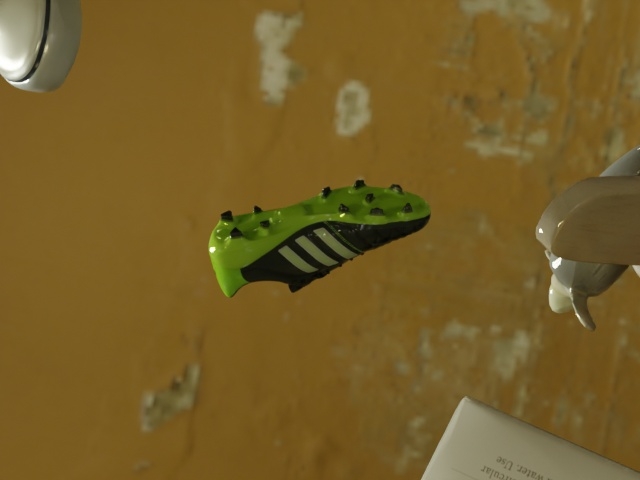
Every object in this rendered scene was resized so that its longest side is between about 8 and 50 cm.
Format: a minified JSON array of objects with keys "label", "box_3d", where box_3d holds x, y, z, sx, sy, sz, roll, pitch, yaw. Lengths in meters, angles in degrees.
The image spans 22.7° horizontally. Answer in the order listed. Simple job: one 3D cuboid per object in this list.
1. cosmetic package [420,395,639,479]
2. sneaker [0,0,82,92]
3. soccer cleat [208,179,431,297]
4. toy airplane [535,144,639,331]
[{"label":"cosmetic package","box_3d":[0.089,0.286,0.763,0.155,0.197,0.365,37,-101,-53]},{"label":"sneaker","box_3d":[-0.253,-0.190,1.151,0.258,0.091,0.094,50,121,44]},{"label":"soccer cleat","box_3d":[0.000,0.000,1.260,0.060,0.179,0.072,-112,14,-52]},{"label":"toy airplane","box_3d":[0.369,0.001,1.343,0.384,0.272,0.386,-44,-58,-16]}]
